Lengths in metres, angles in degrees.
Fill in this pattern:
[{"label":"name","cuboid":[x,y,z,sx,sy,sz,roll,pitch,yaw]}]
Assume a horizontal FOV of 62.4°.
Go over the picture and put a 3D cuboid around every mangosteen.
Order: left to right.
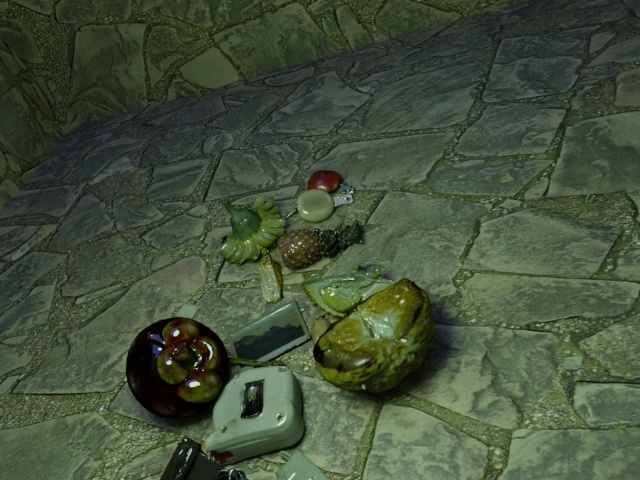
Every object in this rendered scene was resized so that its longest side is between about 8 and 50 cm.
[{"label":"mangosteen","cuboid":[-0.417,0.371,1.578,0.347,0.306,0.307,-35,20,53]}]

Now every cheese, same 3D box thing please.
[{"label":"cheese","cuboid":[0.019,-0.147,2.110,0.227,0.064,0.137,-11,73,-12]}]

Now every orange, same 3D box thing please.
[{"label":"orange","cuboid":[0.168,0.291,1.458,0.368,0.211,0.271,-33,17,-12]}]

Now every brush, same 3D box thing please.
[{"label":"brush","cuboid":[-0.544,0.355,1.914,0.090,0.017,0.314,2,47,32]}]

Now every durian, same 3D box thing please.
[{"label":"durian","cuboid":[0.099,0.147,1.693,0.306,0.167,0.172,-2,46,12]}]

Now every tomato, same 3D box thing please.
[{"label":"tomato","cuboid":[0.009,-0.254,2.226,0.155,0.069,0.156,-13,30,7]}]

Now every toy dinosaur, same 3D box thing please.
[{"label":"toy dinosaur","cuboid":[-0.072,-0.147,2.187,0.211,0.057,0.142,-5,32,21]}]

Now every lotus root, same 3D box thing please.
[{"label":"lotus root","cuboid":[0.006,0.293,1.659,0.072,0.062,0.150,-13,41,3]}]

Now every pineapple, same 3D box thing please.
[{"label":"pineapple","cuboid":[0.000,0.000,1.937,0.309,0.141,0.170,-17,15,-2]}]

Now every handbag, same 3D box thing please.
[{"label":"handbag","cuboid":[-0.315,0.665,1.336,0.285,0.113,0.257,15,76,38]}]

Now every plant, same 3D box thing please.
[{"label":"plant","cuboid":[-0.317,-0.048,2.099,0.261,0.296,0.306,-40,45,38]}]

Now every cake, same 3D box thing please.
[{"label":"cake","cuboid":[-0.177,0.149,1.933,0.079,0.116,0.185,-24,71,8]}]

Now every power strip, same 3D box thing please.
[{"label":"power strip","cuboid":[-0.022,0.621,1.327,0.288,0.053,0.093,25,61,42]}]

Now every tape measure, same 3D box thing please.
[{"label":"tape measure","cuboid":[-0.184,0.488,1.497,0.258,0.130,0.265,-20,40,10]}]

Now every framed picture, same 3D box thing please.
[{"label":"framed picture","cuboid":[-0.172,0.321,1.758,0.265,0.018,0.192,-28,41,-3]}]

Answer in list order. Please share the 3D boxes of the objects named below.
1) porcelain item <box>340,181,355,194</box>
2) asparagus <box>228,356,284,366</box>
[{"label":"porcelain item","cuboid":[0.115,-0.214,2.184,0.036,0.028,0.083,-46,43,1]},{"label":"asparagus","cuboid":[-0.227,0.387,1.686,0.248,0.025,0.024,-2,4,25]}]
